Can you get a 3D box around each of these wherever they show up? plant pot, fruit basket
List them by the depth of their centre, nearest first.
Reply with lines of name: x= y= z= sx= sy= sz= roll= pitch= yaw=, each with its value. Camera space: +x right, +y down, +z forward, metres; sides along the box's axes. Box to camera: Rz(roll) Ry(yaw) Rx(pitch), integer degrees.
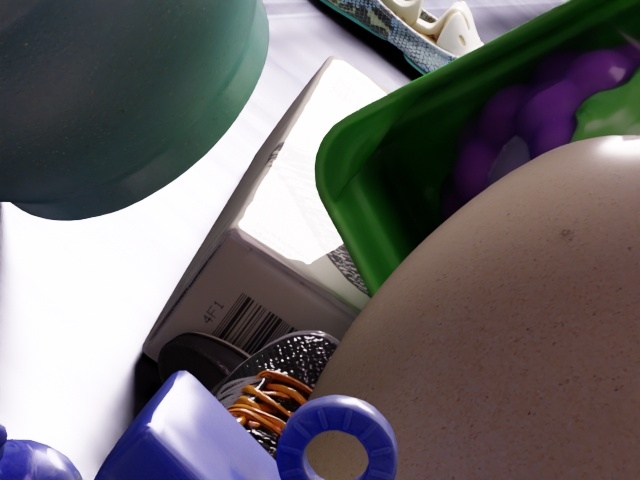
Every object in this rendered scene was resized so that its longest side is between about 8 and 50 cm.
plant pot: x=0.089 y=0.124 z=0.766 sx=0.191 sy=0.284 sz=0.284 roll=-26 pitch=64 yaw=-37
fruit basket: x=0.189 y=0.054 z=0.919 sx=0.392 sy=0.283 sz=0.392 roll=60 pitch=10 yaw=-18
plant pot: x=-0.145 y=-0.132 z=0.993 sx=0.196 sy=0.293 sz=0.293 roll=51 pitch=12 yaw=-40

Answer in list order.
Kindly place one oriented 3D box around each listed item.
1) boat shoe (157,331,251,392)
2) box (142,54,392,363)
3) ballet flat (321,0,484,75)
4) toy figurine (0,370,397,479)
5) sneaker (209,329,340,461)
boat shoe: x=-0.037 y=0.096 z=0.960 sx=0.133 sy=0.049 sz=0.042 roll=51 pitch=21 yaw=18
box: x=0.000 y=0.000 z=1.113 sx=0.113 sy=0.094 sz=0.275 roll=34 pitch=26 yaw=-6
ballet flat: x=0.077 y=-0.170 z=1.524 sx=0.188 sy=0.070 sz=0.070 roll=33 pitch=26 yaw=-7
toy figurine: x=-0.070 y=0.097 z=0.667 sx=0.362 sy=0.217 sz=0.191 roll=46 pitch=23 yaw=-4
sneaker: x=-0.029 y=0.103 z=0.868 sx=0.084 sy=0.083 sz=0.215 roll=27 pitch=40 yaw=4
